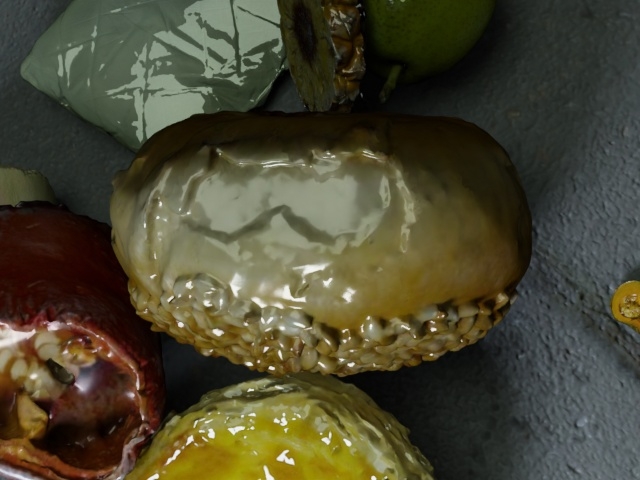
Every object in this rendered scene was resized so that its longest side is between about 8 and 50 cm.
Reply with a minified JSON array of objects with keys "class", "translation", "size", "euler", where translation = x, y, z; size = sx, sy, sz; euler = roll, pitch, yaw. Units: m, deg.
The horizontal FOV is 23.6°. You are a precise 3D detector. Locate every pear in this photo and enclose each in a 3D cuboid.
[{"class":"pear","translation":[0.093,-0.228,1.593],"size":[0.180,0.166,0.216],"euler":[-18,55,61]}]

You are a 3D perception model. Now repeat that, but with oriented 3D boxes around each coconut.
[{"class":"coconut","translation":[-0.356,0.004,1.715],"size":[0.147,0.147,0.153],"euler":[-20,69,15]}]

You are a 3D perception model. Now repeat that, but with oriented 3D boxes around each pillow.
[{"class":"pillow","translation":[-0.163,-0.226,1.751],"size":[0.274,0.076,0.281],"euler":[34,85,18]}]

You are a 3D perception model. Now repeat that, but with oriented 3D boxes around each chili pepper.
[{"class":"chili pepper","translation":[-0.282,0.098,1.537],"size":[0.229,0.251,0.305],"euler":[-57,21,5]}]

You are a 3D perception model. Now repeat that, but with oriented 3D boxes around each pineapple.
[{"class":"pineapple","translation":[-0.005,-0.219,1.593],"size":[0.047,0.221,0.221],"euler":[-10,66,-16]}]

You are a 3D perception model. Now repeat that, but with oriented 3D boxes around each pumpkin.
[{"class":"pumpkin","translation":[0.321,0.070,1.488],"size":[0.083,0.028,0.050],"euler":[34,90,35]}]

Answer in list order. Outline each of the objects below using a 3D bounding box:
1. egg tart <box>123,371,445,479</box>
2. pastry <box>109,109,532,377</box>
[{"class":"egg tart","translation":[-0.034,0.313,1.478],"size":[0.388,0.169,0.388],"euler":[-6,75,21]},{"class":"pastry","translation":[0.000,0.000,1.450],"size":[0.409,0.409,0.245],"euler":[3,95,22]}]
